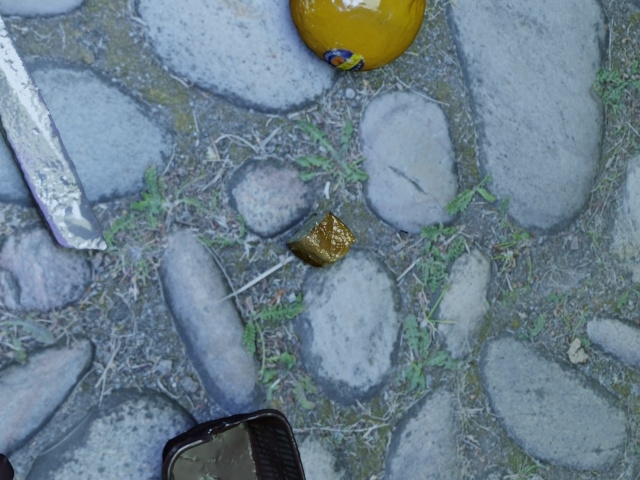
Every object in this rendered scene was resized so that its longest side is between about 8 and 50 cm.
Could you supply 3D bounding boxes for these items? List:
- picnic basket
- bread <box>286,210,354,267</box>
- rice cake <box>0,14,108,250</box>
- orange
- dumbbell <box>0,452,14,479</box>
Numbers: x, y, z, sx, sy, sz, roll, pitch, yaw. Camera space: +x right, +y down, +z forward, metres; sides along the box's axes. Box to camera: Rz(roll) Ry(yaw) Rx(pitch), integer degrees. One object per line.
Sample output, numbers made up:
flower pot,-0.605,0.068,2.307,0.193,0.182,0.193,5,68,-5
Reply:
picnic basket,-0.130,0.396,1.348,0.222,0.129,0.297,-17,99,-26
bread,0.000,0.002,1.434,0.070,0.083,0.076,48,66,-12
rice cake,-0.395,-0.159,1.221,0.070,0.064,0.399,-26,104,-17
orange,0.058,-0.368,1.402,0.219,0.193,0.219,10,69,-28
dumbbell,-0.491,0.242,1.137,0.225,0.140,0.124,65,29,-16
